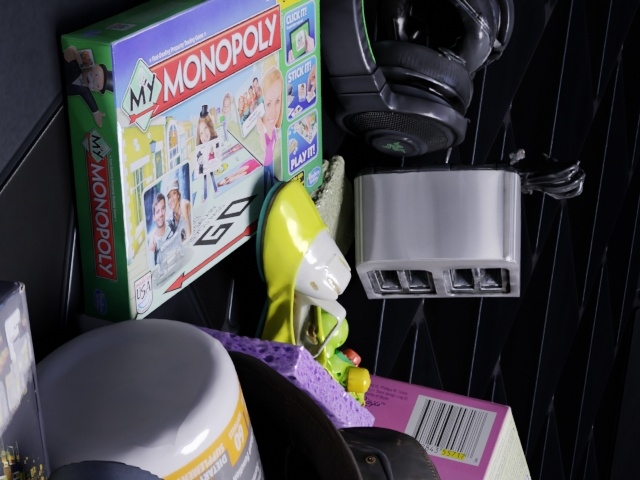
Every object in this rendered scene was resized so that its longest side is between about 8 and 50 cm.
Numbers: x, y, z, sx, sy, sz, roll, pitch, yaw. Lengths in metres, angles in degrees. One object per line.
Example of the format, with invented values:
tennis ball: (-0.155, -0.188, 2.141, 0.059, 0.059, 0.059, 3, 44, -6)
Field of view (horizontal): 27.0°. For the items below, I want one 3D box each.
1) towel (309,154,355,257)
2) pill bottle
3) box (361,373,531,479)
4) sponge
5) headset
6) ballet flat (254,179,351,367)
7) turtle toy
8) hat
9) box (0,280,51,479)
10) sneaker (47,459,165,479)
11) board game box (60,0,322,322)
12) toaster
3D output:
towel: (0.000, 0.000, 1.309, 0.148, 0.027, 0.110, -65, 151, -30)
pill bottle: (-0.112, 0.207, 0.965, 0.162, 0.162, 0.278, -54, 141, -44)
box: (0.100, 0.254, 1.400, 0.117, 0.214, 0.243, -65, 152, -28)
sponge: (-0.038, 0.128, 1.166, 0.210, 0.117, 0.031, 53, 50, -59)
headset: (0.131, -0.181, 1.333, 0.394, 0.185, 0.243, 59, 46, -40)
ballet flat: (-0.012, 0.039, 1.168, 0.077, 0.077, 0.231, -53, 160, -37)
turtle toy: (0.004, 0.127, 1.294, 0.066, 0.095, 0.130, -76, 169, -57)
hat: (0.020, 0.215, 1.063, 0.134, 0.331, 0.331, -21, 123, -28)
box: (-0.253, 0.241, 0.684, 0.395, 0.097, 0.318, -59, 149, -62)
sneaker: (-0.118, 0.278, 0.829, 0.131, 0.112, 0.319, -78, 165, -51)
board game box: (-0.087, -0.094, 1.058, 0.317, 0.046, 0.213, -40, 136, -55)
toaster: (0.123, -0.009, 1.349, 0.185, 0.168, 0.110, 67, 23, -70)
